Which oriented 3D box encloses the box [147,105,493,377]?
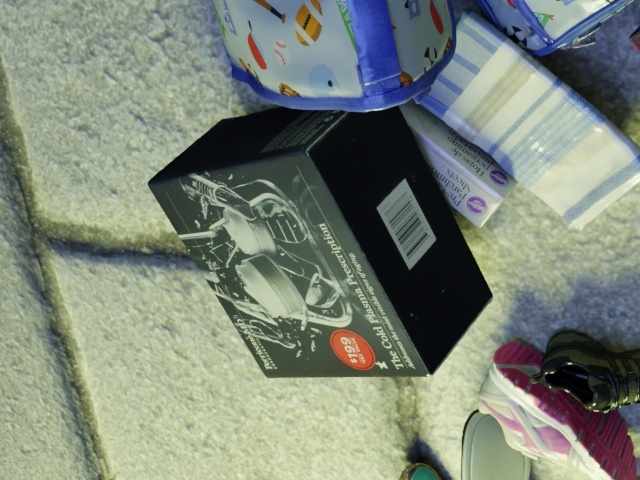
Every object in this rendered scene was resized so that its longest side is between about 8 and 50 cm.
[{"bbox_3d":[0.000,0.000,1.528,0.313,0.179,0.343,-7,120,46],"label":"box"}]

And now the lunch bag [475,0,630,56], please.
[{"bbox_3d":[0.235,-0.355,1.267,0.243,0.115,0.303,-30,99,42],"label":"lunch bag"}]

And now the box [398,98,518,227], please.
[{"bbox_3d":[0.107,-0.148,1.500,0.324,0.063,0.067,39,133,5],"label":"box"}]

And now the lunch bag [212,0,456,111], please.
[{"bbox_3d":[0.000,-0.322,1.242,0.239,0.385,0.327,-18,109,-8],"label":"lunch bag"}]

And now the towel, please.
[{"bbox_3d":[0.246,-0.136,1.382,0.285,0.034,0.209,40,158,1],"label":"towel"}]

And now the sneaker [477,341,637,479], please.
[{"bbox_3d":[0.322,0.256,1.599,0.252,0.103,0.111,43,135,11],"label":"sneaker"}]

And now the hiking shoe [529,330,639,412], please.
[{"bbox_3d":[0.390,0.191,1.499,0.227,0.114,0.086,10,122,27],"label":"hiking shoe"}]

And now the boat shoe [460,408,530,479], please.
[{"bbox_3d":[0.251,0.379,1.707,0.091,0.114,0.302,-155,55,-68],"label":"boat shoe"}]

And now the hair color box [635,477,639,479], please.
[{"bbox_3d":[0.450,0.420,1.643,0.093,0.053,0.167,16,126,24],"label":"hair color box"}]

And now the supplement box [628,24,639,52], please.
[{"bbox_3d":[0.430,-0.253,1.212,0.081,0.104,0.188,48,131,-3],"label":"supplement box"}]

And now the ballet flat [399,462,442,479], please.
[{"bbox_3d":[0.195,0.429,1.806,0.206,0.073,0.067,55,157,-5],"label":"ballet flat"}]
